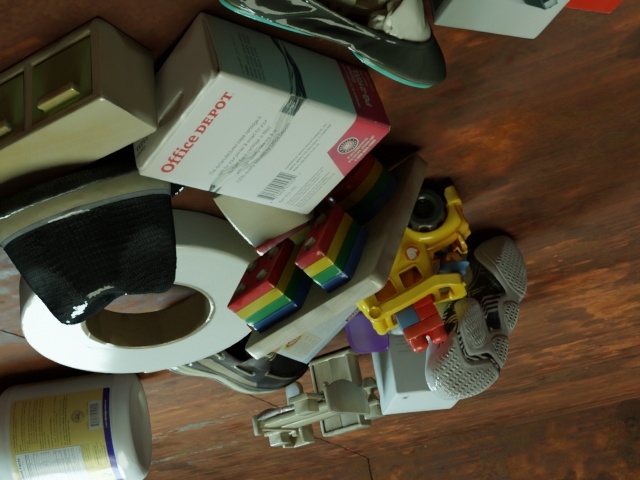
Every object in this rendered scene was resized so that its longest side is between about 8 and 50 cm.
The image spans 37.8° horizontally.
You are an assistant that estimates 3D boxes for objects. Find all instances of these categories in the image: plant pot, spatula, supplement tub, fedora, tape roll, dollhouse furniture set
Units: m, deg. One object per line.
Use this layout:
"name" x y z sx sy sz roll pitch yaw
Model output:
"plant pot" -0.080 -0.073 1.218 0.109 0.109 0.096 -26 139 33
"spatula" 0.156 0.167 1.759 0.030 0.084 0.296 -9 178 -40
"supplement tub" -0.537 0.406 1.949 0.331 0.241 0.241 -8 156 0
"fedora" -0.270 0.011 1.150 0.334 0.152 0.334 -20 178 -1
"tape roll" -0.274 0.092 1.476 0.392 0.072 0.392 -11 147 -7
"dollhouse furniture set" -0.056 0.314 1.948 0.303 0.174 0.355 -23 157 28

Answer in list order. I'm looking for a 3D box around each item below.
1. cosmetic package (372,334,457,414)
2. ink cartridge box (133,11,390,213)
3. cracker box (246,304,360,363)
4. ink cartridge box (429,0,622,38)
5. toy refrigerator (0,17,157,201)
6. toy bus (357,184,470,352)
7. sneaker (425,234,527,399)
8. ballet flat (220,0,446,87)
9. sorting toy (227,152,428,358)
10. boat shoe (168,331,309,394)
"cosmetic package" 0.195 0.240 1.892 0.151 0.184 0.151 -3 155 -10
"ink cartridge box" -0.071 -0.135 1.053 0.237 0.100 0.172 12 137 -38
"cracker box" -0.019 0.123 1.584 0.156 0.067 0.232 -45 161 0
"ink cartridge box" 0.267 -0.295 0.892 0.239 0.060 0.275 3 153 -21
"toy refrigerator" -0.311 -0.129 1.014 0.269 0.102 0.094 -20 153 26
"toy bus" 0.147 0.053 1.396 0.220 0.211 0.149 -29 158 -1
"sneaker" 0.201 0.137 1.545 0.210 0.366 0.137 -16 115 37
"ballet flat" 0.034 -0.228 0.912 0.280 0.095 0.096 14 135 -32
"sorting toy" 0.000 0.000 1.260 0.089 0.255 0.257 42 132 -16
"boat shoe" -0.142 0.210 1.781 0.355 0.132 0.130 14 147 -43
